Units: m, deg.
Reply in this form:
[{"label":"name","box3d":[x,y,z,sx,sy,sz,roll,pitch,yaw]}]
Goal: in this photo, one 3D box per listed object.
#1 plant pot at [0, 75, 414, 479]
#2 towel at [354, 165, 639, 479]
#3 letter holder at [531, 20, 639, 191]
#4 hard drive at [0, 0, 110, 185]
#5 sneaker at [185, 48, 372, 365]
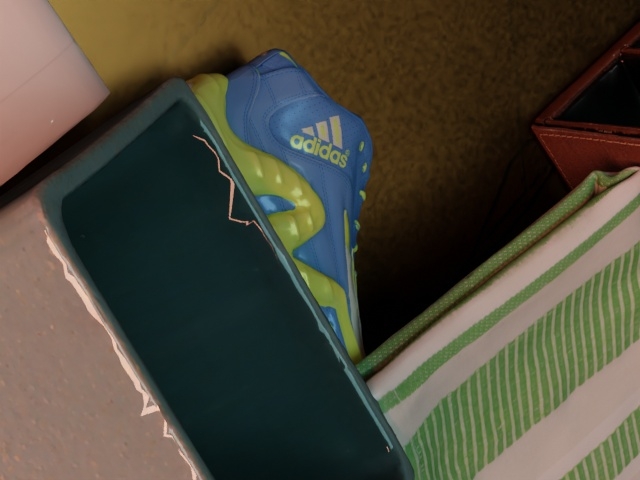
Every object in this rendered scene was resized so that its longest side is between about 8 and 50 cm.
[{"label":"plant pot","box3d":[-0.133,0.107,0.806,0.252,0.248,0.247,-27,100,15]},{"label":"towel","box3d":[0.141,0.141,1.049,0.248,0.038,0.325,-38,127,-25]},{"label":"letter holder","box3d":[0.309,0.006,1.068,0.152,0.214,0.302,-43,115,-16]},{"label":"hard drive","box3d":[-0.283,-0.139,0.788,0.233,0.047,0.353,-42,115,-20]},{"label":"sneaker","box3d":[0.000,0.000,0.971,0.126,0.091,0.240,-41,120,-25]}]
